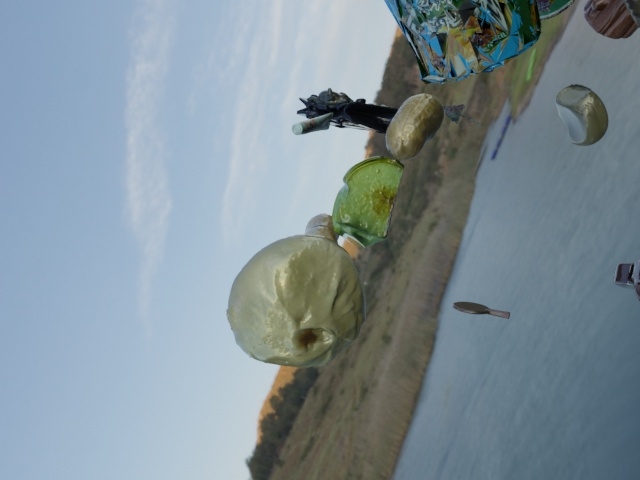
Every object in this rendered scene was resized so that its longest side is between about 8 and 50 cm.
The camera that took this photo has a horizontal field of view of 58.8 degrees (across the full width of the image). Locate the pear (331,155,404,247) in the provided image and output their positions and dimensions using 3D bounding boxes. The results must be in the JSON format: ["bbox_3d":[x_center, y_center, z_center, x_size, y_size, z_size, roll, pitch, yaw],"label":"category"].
[{"bbox_3d":[0.130,-0.120,1.839,0.282,0.176,0.286,137,149,-80],"label":"pear"}]

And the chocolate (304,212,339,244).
[{"bbox_3d":[0.000,0.000,1.938,0.309,0.134,0.134,-79,4,-69],"label":"chocolate"}]

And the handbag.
[{"bbox_3d":[0.083,-0.448,1.968,0.269,0.326,0.118,4,-80,-40],"label":"handbag"}]

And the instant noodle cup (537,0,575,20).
[{"bbox_3d":[0.648,-0.820,1.699,0.190,0.251,0.251,16,-86,-43],"label":"instant noodle cup"}]

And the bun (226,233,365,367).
[{"bbox_3d":[-0.040,0.175,1.380,0.202,0.364,0.364,-127,46,-54],"label":"bun"}]

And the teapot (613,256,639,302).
[{"bbox_3d":[0.682,0.083,0.974,0.315,0.312,0.233,62,-138,-85],"label":"teapot"}]

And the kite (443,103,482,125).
[{"bbox_3d":[0.462,-0.413,1.868,0.137,0.152,0.005,73,-140,-75],"label":"kite"}]

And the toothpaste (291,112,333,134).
[{"bbox_3d":[-0.018,-0.333,1.639,0.205,0.036,0.056,-32,-33,-57],"label":"toothpaste"}]

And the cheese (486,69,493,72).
[{"bbox_3d":[0.491,-0.635,2.044,0.177,0.270,0.069,-58,-28,-44],"label":"cheese"}]

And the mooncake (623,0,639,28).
[{"bbox_3d":[0.576,-0.512,0.975,0.161,0.290,0.290,-26,21,36],"label":"mooncake"}]

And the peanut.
[{"bbox_3d":[0.259,-0.316,1.590,0.224,0.129,0.129,-50,-18,-25],"label":"peanut"}]

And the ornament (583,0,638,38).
[{"bbox_3d":[0.917,-0.735,1.689,0.221,0.235,0.217,-18,-22,-19],"label":"ornament"}]

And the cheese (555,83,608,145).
[{"bbox_3d":[0.839,-0.389,1.819,0.202,0.091,0.175,59,178,-34],"label":"cheese"}]

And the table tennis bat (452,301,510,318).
[{"bbox_3d":[0.481,0.158,1.686,0.107,0.170,0.119,-13,-71,-59],"label":"table tennis bat"}]

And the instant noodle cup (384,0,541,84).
[{"bbox_3d":[0.217,-0.356,0.858,0.178,0.240,0.240,61,-146,-22],"label":"instant noodle cup"}]
